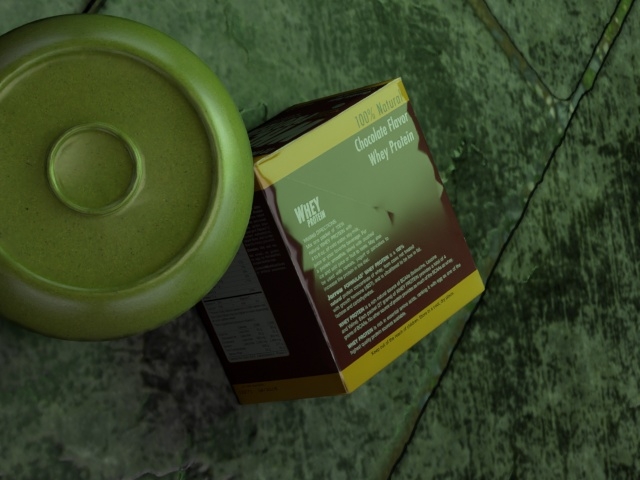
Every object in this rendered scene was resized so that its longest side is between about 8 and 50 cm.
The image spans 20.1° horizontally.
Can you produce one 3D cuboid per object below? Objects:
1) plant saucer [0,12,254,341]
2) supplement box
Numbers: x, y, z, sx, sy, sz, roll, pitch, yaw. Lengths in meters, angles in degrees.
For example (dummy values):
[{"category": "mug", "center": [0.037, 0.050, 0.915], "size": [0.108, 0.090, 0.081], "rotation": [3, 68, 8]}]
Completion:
[{"category": "plant saucer", "center": [-0.163, -0.048, 1.290], "size": [0.241, 0.037, 0.241], "rotation": [1, 84, -11]}, {"category": "supplement box", "center": [0.000, 0.000, 1.459], "size": [0.191, 0.129, 0.194], "rotation": [-34, 106, -42]}]
